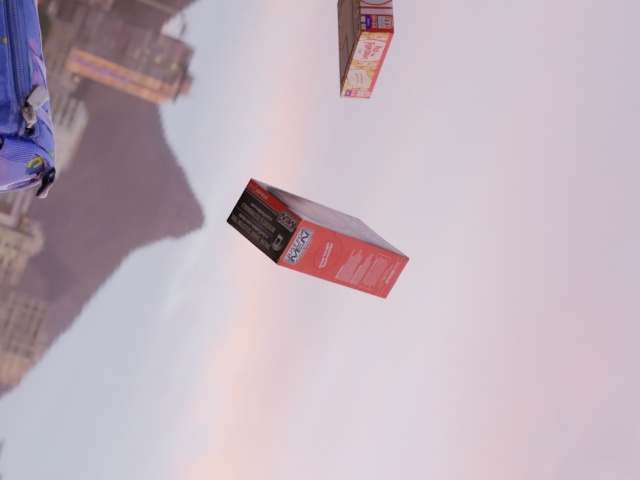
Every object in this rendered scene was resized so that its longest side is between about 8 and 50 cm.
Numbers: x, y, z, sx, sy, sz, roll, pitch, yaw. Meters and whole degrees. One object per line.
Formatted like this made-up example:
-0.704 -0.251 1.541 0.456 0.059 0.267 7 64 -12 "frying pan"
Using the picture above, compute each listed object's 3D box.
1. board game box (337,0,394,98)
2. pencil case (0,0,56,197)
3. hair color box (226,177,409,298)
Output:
0.056 -0.292 1.784 0.193 0.045 0.146 112 -22 -70 "board game box"
-0.292 -0.187 1.157 0.133 0.119 0.306 -17 -109 31 "pencil case"
0.000 0.000 1.086 0.072 0.141 0.043 38 -77 38 "hair color box"
